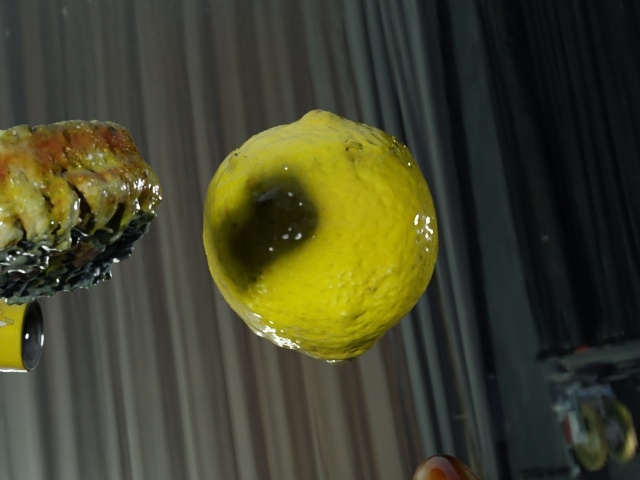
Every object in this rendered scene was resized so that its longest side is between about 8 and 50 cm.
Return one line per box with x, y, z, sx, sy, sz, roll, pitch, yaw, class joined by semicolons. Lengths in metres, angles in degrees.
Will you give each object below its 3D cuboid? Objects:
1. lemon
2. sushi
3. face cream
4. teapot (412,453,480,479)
0.000;0.000;1.620;0.350;0.387;0.350;-4;-164;1;lemon
-0.279;-0.033;1.159;0.274;0.139;0.184;-14;157;-42;sushi
-0.563;0.124;1.495;0.349;0.105;0.105;1;169;3;face cream
0.195;0.418;1.619;0.135;0.178;0.252;-44;-176;8;teapot
